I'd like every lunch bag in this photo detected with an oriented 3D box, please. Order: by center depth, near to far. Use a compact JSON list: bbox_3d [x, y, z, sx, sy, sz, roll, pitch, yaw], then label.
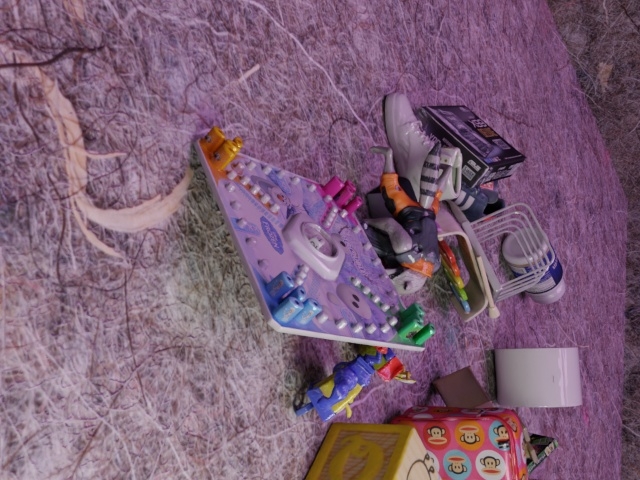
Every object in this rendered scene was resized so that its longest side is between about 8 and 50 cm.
[{"bbox_3d":[0.300,0.498,1.545,0.120,0.293,0.258,-5,88,-60],"label":"lunch bag"}]

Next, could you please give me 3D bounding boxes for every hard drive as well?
[{"bbox_3d":[0.197,-0.017,1.697,0.172,0.054,0.255,-34,112,-52],"label":"hard drive"}]

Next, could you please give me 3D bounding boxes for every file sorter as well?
[{"bbox_3d":[0.482,0.042,1.857,0.278,0.173,0.193,61,6,-73],"label":"file sorter"}]

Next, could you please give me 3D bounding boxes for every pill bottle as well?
[{"bbox_3d":[0.714,0.088,2.344,0.265,0.153,0.153,52,45,-38],"label":"pill bottle"}]

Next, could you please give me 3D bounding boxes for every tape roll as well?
[{"bbox_3d":[0.646,0.404,2.106,0.246,0.246,0.169,11,76,-54],"label":"tape roll"}]

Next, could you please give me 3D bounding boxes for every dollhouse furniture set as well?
[{"bbox_3d":[0.388,0.467,1.772,0.161,0.212,0.242,-113,180,-67],"label":"dollhouse furniture set"}]

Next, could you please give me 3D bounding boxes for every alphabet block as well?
[{"bbox_3d":[0.104,0.484,1.348,0.197,0.193,0.192,61,38,-28],"label":"alphabet block"}]

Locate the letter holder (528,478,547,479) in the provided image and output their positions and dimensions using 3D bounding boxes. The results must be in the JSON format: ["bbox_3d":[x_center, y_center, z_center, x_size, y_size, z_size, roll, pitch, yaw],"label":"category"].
[{"bbox_3d":[0.657,0.870,2.057,0.152,0.214,0.302,57,42,-32],"label":"letter holder"}]

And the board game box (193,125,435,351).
[{"bbox_3d":[0.000,0.000,1.205,0.390,0.050,0.390,16,38,-47],"label":"board game box"}]

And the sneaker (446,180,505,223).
[{"bbox_3d":[0.401,-0.159,1.938,0.350,0.148,0.131,34,57,-47],"label":"sneaker"}]

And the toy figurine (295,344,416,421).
[{"bbox_3d":[0.028,0.244,1.350,0.191,0.217,0.362,51,-1,2],"label":"toy figurine"}]

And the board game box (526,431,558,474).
[{"bbox_3d":[0.475,0.576,1.804,0.259,0.136,0.030,-30,101,-30],"label":"board game box"}]

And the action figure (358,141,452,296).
[{"bbox_3d":[0.168,-0.044,1.509,0.341,0.178,0.330,15,70,-39],"label":"action figure"}]

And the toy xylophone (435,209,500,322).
[{"bbox_3d":[0.354,0.071,1.795,0.236,0.081,0.323,-111,176,-66],"label":"toy xylophone"}]

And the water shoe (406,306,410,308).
[{"bbox_3d":[0.207,0.204,1.648,0.203,0.080,0.073,-18,99,-55],"label":"water shoe"}]

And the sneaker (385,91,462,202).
[{"bbox_3d":[0.265,-0.235,1.738,0.108,0.169,0.293,-24,102,-53],"label":"sneaker"}]

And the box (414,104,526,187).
[{"bbox_3d":[0.395,-0.260,1.897,0.242,0.076,0.307,46,31,18],"label":"box"}]
